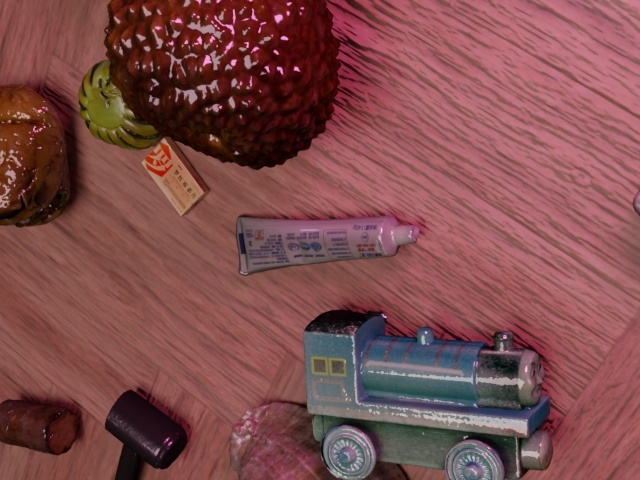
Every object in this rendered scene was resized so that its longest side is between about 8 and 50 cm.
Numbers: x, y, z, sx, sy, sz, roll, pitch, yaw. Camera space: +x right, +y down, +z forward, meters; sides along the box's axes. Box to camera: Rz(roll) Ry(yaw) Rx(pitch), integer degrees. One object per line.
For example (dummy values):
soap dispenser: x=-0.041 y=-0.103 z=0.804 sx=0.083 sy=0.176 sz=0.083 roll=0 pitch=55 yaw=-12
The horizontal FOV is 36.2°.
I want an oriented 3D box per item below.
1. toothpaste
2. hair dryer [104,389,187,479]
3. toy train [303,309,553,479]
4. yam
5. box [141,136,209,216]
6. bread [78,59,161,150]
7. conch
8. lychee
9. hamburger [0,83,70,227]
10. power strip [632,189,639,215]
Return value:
toothpaste: x=0.001 y=0.001 z=1.189 sx=0.268 sy=0.047 sz=0.069 roll=-4 pitch=123 yaw=35
hair dryer: x=-0.277 y=0.347 z=1.468 sx=0.114 sy=0.070 sz=0.248 roll=31 pitch=124 yaw=20
toy train: x=0.119 y=0.184 z=1.136 sx=0.298 sy=0.120 sz=0.194 roll=1 pitch=99 yaw=29
yam: x=-0.452 y=0.294 z=1.548 sx=0.141 sy=0.079 sz=0.079 roll=3 pitch=108 yaw=32
box: x=-0.192 y=-0.085 z=1.297 sx=0.058 sy=0.015 sz=0.093 roll=-40 pitch=84 yaw=36
bread: x=-0.258 y=-0.180 z=1.274 sx=0.139 sy=0.071 sz=0.130 roll=12 pitch=116 yaw=28
conch: x=-0.022 y=0.388 z=1.248 sx=0.297 sy=0.210 sz=0.352 roll=-29 pitch=92 yaw=20
lychee: x=-0.097 y=-0.219 z=1.063 sx=0.267 sy=0.267 sz=0.268 roll=11 pitch=111 yaw=29
hamburger: x=-0.442 y=-0.113 z=1.376 sx=0.183 sy=0.130 sz=0.206 roll=3 pitch=106 yaw=28
power strip: x=0.423 y=-0.094 z=0.893 sx=0.093 sy=0.053 sz=0.288 roll=50 pitch=125 yaw=8
